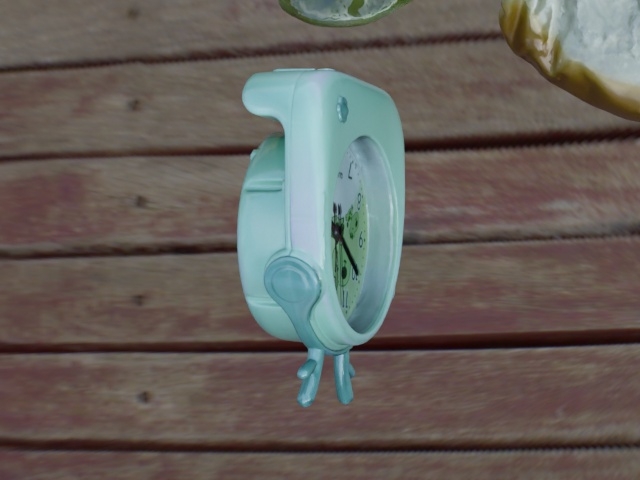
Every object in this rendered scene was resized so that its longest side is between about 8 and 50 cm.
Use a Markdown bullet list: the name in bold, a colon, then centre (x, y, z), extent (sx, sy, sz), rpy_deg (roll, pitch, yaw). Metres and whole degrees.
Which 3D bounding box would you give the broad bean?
- **broad bean**: centre (0.053, -0.281, 1.721), extent (0.153, 0.072, 0.207), rpy_deg (33, 87, 43)

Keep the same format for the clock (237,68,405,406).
- **clock**: centre (0.000, 0.000, 1.149), extent (0.066, 0.159, 0.211), rpy_deg (1, 85, 22)

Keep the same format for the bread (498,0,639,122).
- **bread**: centre (0.280, -0.196, 1.330), extent (0.279, 0.250, 0.225), rpy_deg (25, 119, 22)
